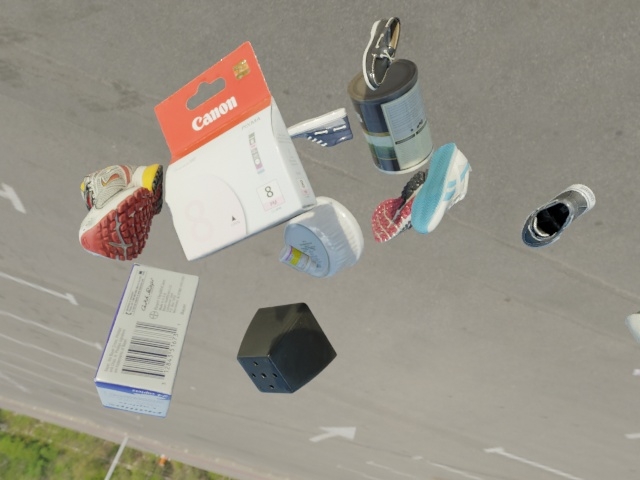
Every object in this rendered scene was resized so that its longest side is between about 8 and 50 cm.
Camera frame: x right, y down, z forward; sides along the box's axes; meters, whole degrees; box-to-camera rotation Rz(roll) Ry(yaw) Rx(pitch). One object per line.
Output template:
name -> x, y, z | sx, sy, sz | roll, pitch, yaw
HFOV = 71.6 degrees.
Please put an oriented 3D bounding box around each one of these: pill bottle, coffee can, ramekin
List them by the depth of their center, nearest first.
pill bottle -> -0.051, 0.046, 1.024 | 0.083, 0.043, 0.043 | 30, 145, -23
ramekin -> 0.000, 0.000, 1.146 | 0.207, 0.109, 0.207 | 29, 138, 30
coffee can -> 0.218, -0.366, 1.334 | 0.202, 0.201, 0.275 | -1, 139, 27

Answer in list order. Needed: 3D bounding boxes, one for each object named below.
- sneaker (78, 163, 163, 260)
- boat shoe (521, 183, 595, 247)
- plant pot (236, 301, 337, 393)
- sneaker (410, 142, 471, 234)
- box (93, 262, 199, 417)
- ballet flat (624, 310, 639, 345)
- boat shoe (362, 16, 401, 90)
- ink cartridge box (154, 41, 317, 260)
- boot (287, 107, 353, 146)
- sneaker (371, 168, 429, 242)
sneaker -> -0.268, -0.041, 0.576 | 0.093, 0.225, 0.087 | 4, 113, -11
boat shoe -> 0.637, -0.045, 1.250 | 0.108, 0.102, 0.301 | 55, 163, 15
plant pot -> -0.103, 0.295, 1.163 | 0.188, 0.167, 0.188 | -14, 115, 39
sneaker -> 0.279, -0.107, 0.998 | 0.092, 0.228, 0.087 | 37, 160, -26
box -> -0.186, 0.114, 0.485 | 0.072, 0.126, 0.137 | 14, 146, -14
ballet flat -> 0.623, 0.245, 0.616 | 0.400, 0.139, 0.139 | 31, 157, 32
boat shoe -> 0.097, -0.287, 0.677 | 0.038, 0.125, 0.046 | -3, 152, 39
ink cartridge box -> -0.132, -0.112, 0.580 | 0.189, 0.066, 0.232 | -23, 92, 25
boot -> -0.010, -0.287, 1.206 | 0.190, 0.069, 0.086 | -15, 113, 16
sneaker -> 0.265, -0.084, 1.308 | 0.112, 0.120, 0.299 | 10, 145, -37
